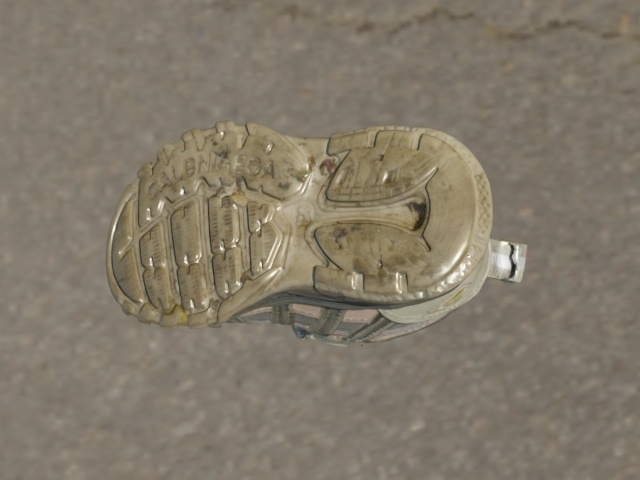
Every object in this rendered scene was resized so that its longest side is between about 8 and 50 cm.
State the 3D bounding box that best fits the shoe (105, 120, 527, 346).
[{"bbox_3d":[0.000,0.000,0.846,0.180,0.092,0.089,-5,74,25],"label":"shoe"}]
